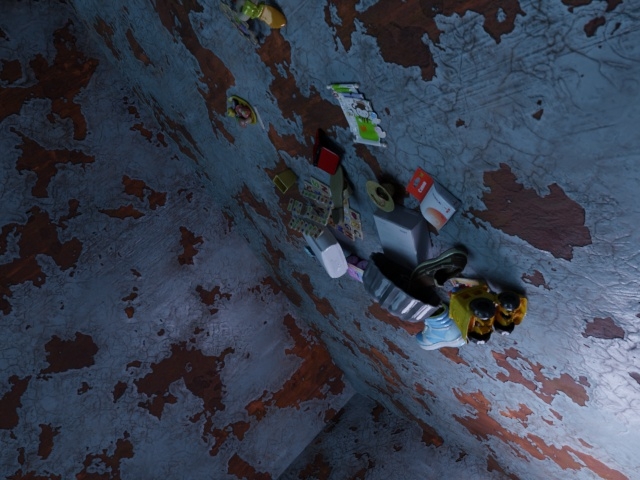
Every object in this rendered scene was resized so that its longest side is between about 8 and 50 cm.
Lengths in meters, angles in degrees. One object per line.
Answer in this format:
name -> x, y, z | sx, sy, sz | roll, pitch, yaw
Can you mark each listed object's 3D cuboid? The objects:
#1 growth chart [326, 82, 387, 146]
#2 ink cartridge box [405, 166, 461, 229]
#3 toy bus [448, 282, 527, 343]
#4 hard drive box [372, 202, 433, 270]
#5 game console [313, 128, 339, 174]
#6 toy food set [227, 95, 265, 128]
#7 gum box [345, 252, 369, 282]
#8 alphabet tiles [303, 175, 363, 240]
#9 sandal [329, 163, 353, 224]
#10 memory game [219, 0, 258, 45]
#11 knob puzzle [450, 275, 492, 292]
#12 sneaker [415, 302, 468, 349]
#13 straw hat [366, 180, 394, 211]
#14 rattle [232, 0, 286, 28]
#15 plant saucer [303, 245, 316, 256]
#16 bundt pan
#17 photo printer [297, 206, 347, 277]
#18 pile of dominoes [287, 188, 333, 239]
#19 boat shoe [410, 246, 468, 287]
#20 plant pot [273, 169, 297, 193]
growth chart -> 0.123, -0.405, 1.498 | 0.172, 0.021, 0.237 | 15, 142, 53
ink cartridge box -> 0.350, -0.132, 1.491 | 0.179, 0.045, 0.145 | 41, 157, 12
toy bus -> 0.534, 0.213, 1.548 | 0.211, 0.220, 0.149 | -121, 20, -53
hard drive box -> 0.308, -0.010, 1.713 | 0.181, 0.089, 0.232 | 28, 151, 41
game console -> 0.020, -0.337, 1.778 | 0.144, 0.085, 0.124 | 110, 160, -66
toy food set -> -0.356, -0.564, 2.079 | 0.218, 0.071, 0.128 | 33, 154, 35
gum box -> 0.207, 0.147, 2.207 | 0.188, 0.062, 0.107 | 27, 150, 44
alphabet tiles -> 0.056, -0.140, 2.086 | 0.342, 0.011, 0.285 | 35, 154, 32
sandal -> 0.092, -0.184, 1.846 | 0.088, 0.079, 0.240 | 11, 103, 57
memory game -> -0.285, -0.754, 1.617 | 0.186, 0.012, 0.186 | 45, 179, 1
knob puzzle -> 0.564, 0.216, 1.685 | 0.213, 0.030, 0.213 | 40, 156, 21
sneaker -> 0.471, 0.347, 1.963 | 0.208, 0.127, 0.319 | 49, 149, -5
straw hat -> 0.228, -0.172, 1.632 | 0.144, 0.061, 0.144 | 45, 164, 16
rattle -> -0.205, -0.765, 1.505 | 0.199, 0.142, 0.130 | -136, 49, -56
plant saucer -> -0.034, 0.059, 2.349 | 0.067, 0.018, 0.192 | 48, -169, 13
bundt pan -> 0.294, 0.189, 1.773 | 0.331, 0.124, 0.331 | 30, -162, -11
photo printer -> 0.000, 0.000, 2.204 | 0.307, 0.107, 0.256 | 55, 173, 36
pile of dominoes -> -0.059, -0.121, 2.089 | 0.040, 0.196, 0.251 | 11, -170, -43
boat shoe -> 0.401, 0.116, 1.613 | 0.095, 0.095, 0.257 | 26, 141, -15
plant pot -> -0.158, -0.283, 2.156 | 0.081, 0.083, 0.081 | 50, 158, -3
